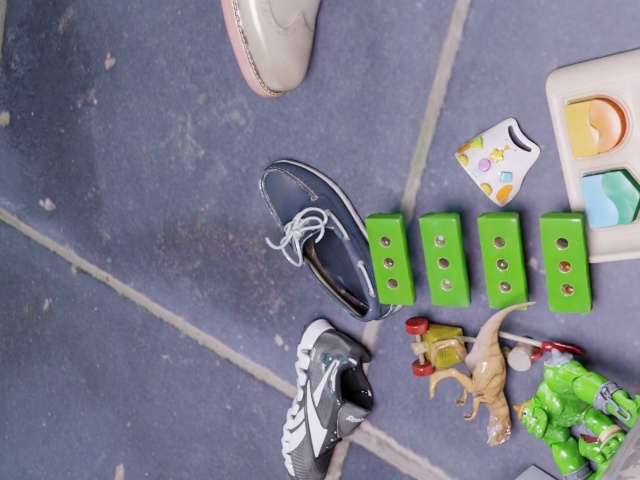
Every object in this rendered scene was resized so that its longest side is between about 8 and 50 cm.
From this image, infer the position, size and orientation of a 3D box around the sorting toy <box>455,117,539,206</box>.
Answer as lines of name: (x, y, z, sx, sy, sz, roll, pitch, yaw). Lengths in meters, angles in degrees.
sorting toy: (0.197, -0.093, 1.078, 0.075, 0.045, 0.083, -42, 73, 15)

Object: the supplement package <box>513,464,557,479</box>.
supplement package: (0.259, 0.415, 1.032, 0.263, 0.199, 0.198, 30, 117, 29)

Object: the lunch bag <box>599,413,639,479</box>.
lunch bag: (0.384, 0.234, 0.845, 0.235, 0.287, 0.168, 2, 101, 36)

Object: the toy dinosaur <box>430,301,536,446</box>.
toy dinosaur: (0.177, 0.132, 1.082, 0.112, 0.064, 0.211, 0, 125, 10)

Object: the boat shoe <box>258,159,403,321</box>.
boat shoe: (0.000, 0.000, 1.215, 0.254, 0.079, 0.095, 53, 126, 16)

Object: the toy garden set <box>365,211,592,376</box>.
toy garden set: (0.185, 0.060, 1.100, 0.244, 0.049, 0.203, 1, 114, 30)

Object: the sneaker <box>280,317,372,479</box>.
sneaker: (0.013, 0.223, 1.254, 0.106, 0.078, 0.234, 18, 108, 36)

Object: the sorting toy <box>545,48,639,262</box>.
sorting toy: (0.327, -0.087, 0.975, 0.193, 0.038, 0.208, -8, 94, 38)

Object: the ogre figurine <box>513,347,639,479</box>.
ogre figurine: (0.274, 0.193, 1.036, 0.097, 0.197, 0.118, -39, 56, -5)

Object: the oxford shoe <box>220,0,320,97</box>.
oxford shoe: (-0.021, -0.357, 1.122, 0.147, 0.140, 0.396, 12, 109, 28)
